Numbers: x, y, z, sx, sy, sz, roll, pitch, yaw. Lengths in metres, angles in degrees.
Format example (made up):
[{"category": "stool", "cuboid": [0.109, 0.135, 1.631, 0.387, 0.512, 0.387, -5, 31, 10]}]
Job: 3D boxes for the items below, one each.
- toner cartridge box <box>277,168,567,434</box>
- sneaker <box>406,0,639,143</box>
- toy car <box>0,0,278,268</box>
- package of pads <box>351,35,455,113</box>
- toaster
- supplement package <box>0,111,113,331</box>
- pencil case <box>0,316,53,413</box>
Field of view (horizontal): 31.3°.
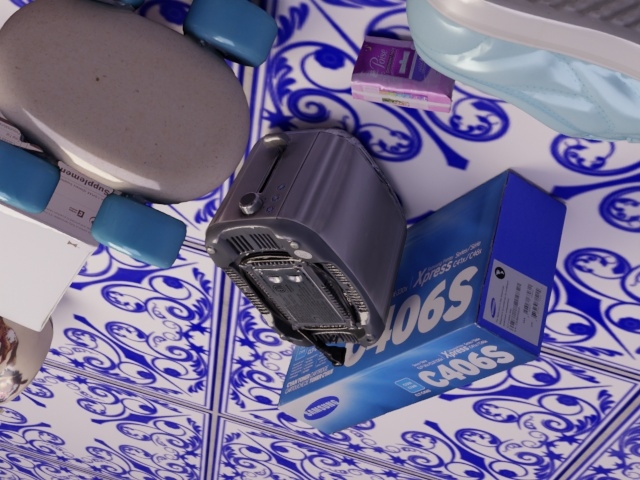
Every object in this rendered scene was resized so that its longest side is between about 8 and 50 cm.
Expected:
[{"category": "toner cartridge box", "cuboid": [0.089, 0.073, 1.130, 0.075, 0.165, 0.348, 30, 147, -19]}, {"category": "sneaker", "cuboid": [0.232, -0.122, 0.787, 0.366, 0.135, 0.150, 25, 158, 5]}, {"category": "toy car", "cuboid": [-0.173, -0.116, 0.978, 0.210, 0.219, 0.238, 24, 178, -13]}, {"category": "package of pads", "cuboid": [0.069, -0.133, 0.912, 0.083, 0.050, 0.032, 10, 154, 12]}, {"category": "toaster", "cuboid": [0.000, 0.000, 1.068, 0.129, 0.146, 0.227, -4, 141, 33]}, {"category": "supplement package", "cuboid": [-0.328, -0.044, 1.173, 0.204, 0.145, 0.262, 26, 148, -14]}, {"category": "pencil case", "cuboid": [-0.501, 0.057, 1.393, 0.160, 0.183, 0.410, 13, 155, 43]}]
